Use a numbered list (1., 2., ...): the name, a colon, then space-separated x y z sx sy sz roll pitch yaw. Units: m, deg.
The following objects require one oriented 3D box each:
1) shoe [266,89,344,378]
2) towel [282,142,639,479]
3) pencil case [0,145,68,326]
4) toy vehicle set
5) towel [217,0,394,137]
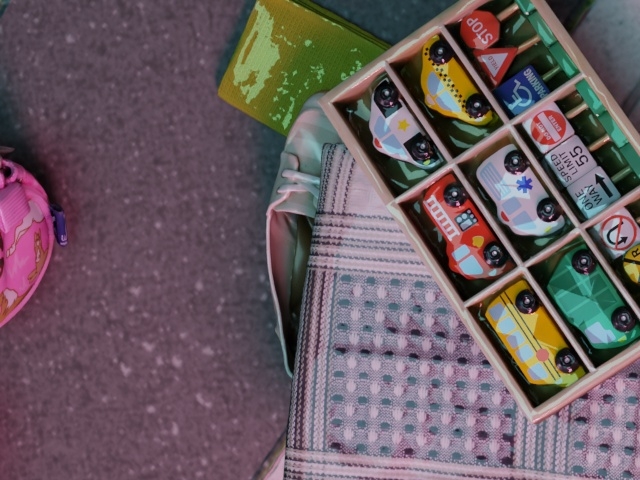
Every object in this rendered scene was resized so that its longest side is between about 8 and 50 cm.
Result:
1. shoe: 0.000 0.000 1.405 0.077 0.058 0.219 8 104 27
2. towel: 0.137 0.099 1.318 0.324 0.056 0.312 7 89 13
3. pencil case: -0.393 -0.064 1.534 0.386 0.160 0.167 30 74 19
4. toy vehicle set: 0.138 -0.032 1.280 0.166 0.035 0.267 -35 76 9
5. towel: 0.035 -0.094 1.411 0.237 0.021 0.102 32 106 19
